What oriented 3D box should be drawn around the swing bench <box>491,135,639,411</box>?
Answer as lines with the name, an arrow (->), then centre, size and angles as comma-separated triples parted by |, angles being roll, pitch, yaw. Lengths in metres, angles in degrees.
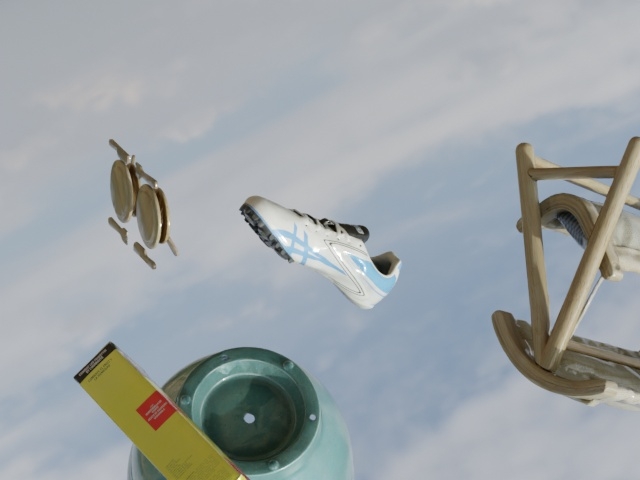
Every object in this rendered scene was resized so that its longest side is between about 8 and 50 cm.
swing bench -> 0.315, 0.052, 1.519 | 0.253, 0.254, 0.165 | 17, 169, -40

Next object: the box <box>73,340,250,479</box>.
box -> -0.152, 0.201, 1.542 | 0.058, 0.087, 0.232 | -45, -127, -6

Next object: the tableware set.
tableware set -> -0.236, -0.050, 2.034 | 0.039, 0.128, 0.194 | -7, -157, -25

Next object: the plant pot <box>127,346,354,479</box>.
plant pot -> -0.093, 0.250, 1.881 | 0.293, 0.293, 0.196 | -33, 156, -24

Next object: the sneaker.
sneaker -> 0.000, 0.000, 1.779 | 0.086, 0.237, 0.085 | -55, -142, 3
